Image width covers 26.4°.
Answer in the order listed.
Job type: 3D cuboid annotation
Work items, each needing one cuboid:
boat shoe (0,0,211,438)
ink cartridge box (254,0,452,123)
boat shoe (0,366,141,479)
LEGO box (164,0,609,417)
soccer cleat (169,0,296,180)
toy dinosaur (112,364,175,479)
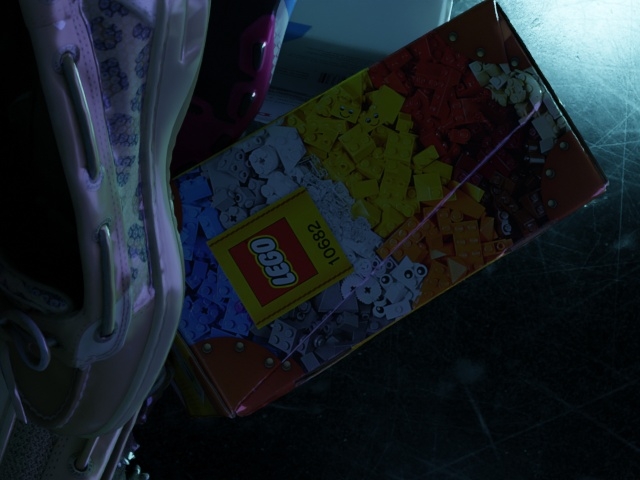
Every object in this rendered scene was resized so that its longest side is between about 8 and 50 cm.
[{"bbox_3d":[-0.119,-0.021,0.595,0.089,0.104,0.285,-27,137,-43],"label":"boat shoe"},{"bbox_3d":[-0.025,-0.249,1.538,0.395,0.285,0.166,128,-26,-80],"label":"ink cartridge box"},{"bbox_3d":[-0.159,0.188,0.732,0.121,0.110,0.341,123,-21,-79],"label":"boat shoe"},{"bbox_3d":[0.000,0.000,1.322,0.193,0.372,0.500,59,-12,2],"label":"LEGO box"},{"bbox_3d":[-0.072,-0.196,1.111,0.331,0.116,0.143,-59,-168,31],"label":"soccer cleat"},{"bbox_3d":[-0.219,0.249,1.201,0.160,0.121,0.313,80,24,-67],"label":"toy dinosaur"}]
